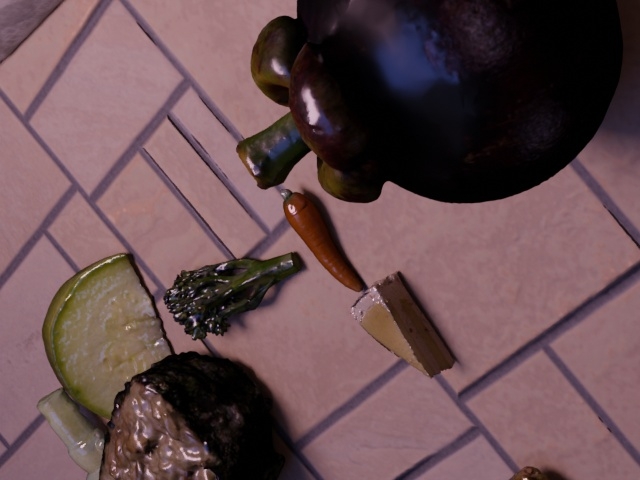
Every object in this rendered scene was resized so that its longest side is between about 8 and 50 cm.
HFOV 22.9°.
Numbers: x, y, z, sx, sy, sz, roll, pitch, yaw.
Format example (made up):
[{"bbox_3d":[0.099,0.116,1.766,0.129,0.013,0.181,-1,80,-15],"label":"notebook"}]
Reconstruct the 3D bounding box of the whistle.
[{"bbox_3d":[-0.288,0.309,2.119,0.126,0.067,0.258,-25,104,49],"label":"whistle"}]

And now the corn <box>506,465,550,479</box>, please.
[{"bbox_3d":[0.285,0.383,1.669,0.097,0.097,0.320,-33,91,47],"label":"corn"}]

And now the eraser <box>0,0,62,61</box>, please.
[{"bbox_3d":[-0.383,-0.339,1.787,0.397,0.082,0.213,-31,93,47],"label":"eraser"}]

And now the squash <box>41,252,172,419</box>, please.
[{"bbox_3d":[-0.284,0.128,2.048,0.204,0.155,0.237,-18,105,7],"label":"squash"}]

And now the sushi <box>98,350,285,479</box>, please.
[{"bbox_3d":[-0.173,0.307,1.929,0.211,0.171,0.350,24,121,16],"label":"sushi"}]

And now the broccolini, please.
[{"bbox_3d":[-0.108,0.054,1.816,0.202,0.068,0.091,-31,75,46],"label":"broccolini"}]

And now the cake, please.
[{"bbox_3d":[0.093,0.093,1.677,0.121,0.052,0.065,41,133,13],"label":"cake"}]

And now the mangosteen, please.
[{"bbox_3d":[0.096,-0.165,1.320,0.297,0.313,0.297,21,121,41],"label":"mangosteen"}]

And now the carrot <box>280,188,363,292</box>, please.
[{"bbox_3d":[0.000,0.000,1.714,0.035,0.035,0.142,-22,108,46],"label":"carrot"}]
